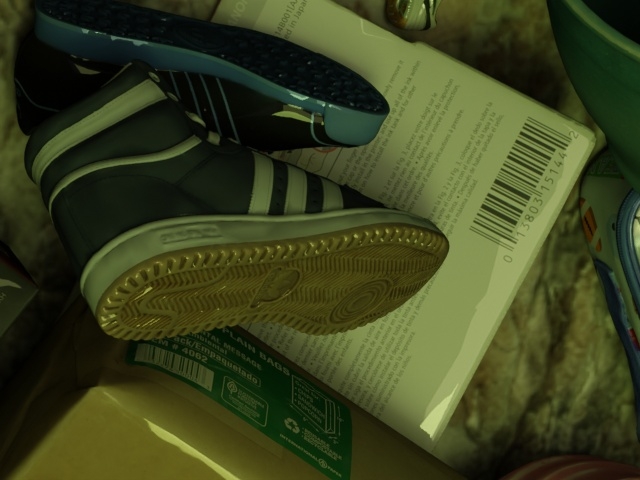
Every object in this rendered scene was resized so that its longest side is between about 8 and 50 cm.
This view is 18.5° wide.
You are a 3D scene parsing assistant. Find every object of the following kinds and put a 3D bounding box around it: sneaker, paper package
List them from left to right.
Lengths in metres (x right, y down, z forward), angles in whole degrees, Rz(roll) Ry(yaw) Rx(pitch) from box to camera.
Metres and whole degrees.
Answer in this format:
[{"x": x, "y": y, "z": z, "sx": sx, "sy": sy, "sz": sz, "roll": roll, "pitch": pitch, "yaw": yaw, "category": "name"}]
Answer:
[{"x": -0.084, "y": 0.225, "z": 1.211, "sx": 0.325, "sy": 0.168, "sz": 0.309, "roll": 34, "pitch": 111, "yaw": -16, "category": "paper package"}, {"x": -0.077, "y": -0.085, "z": 1.233, "sx": 0.232, "sy": 0.081, "sz": 0.090, "roll": 15, "pitch": 118, "yaw": -7, "category": "sneaker"}, {"x": -0.050, "y": -0.025, "z": 1.182, "sx": 0.282, "sy": 0.153, "sz": 0.099, "roll": -1, "pitch": 137, "yaw": -47, "category": "sneaker"}, {"x": 0.071, "y": -0.179, "z": 1.302, "sx": 0.037, "sy": 0.032, "sz": 0.083, "roll": 8, "pitch": 107, "yaw": -36, "category": "sneaker"}]

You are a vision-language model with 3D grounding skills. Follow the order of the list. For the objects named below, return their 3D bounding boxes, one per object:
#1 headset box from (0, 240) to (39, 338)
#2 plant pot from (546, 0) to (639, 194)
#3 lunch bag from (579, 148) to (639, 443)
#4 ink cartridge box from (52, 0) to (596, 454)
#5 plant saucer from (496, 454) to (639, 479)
[{"x": -0.328, "y": 0.034, "z": 1.161, "sx": 0.293, "sy": 0.110, "sz": 0.218, "roll": 40, "pitch": 89, "yaw": -23, "category": "headset box"}, {"x": 0.264, "y": -0.142, "z": 1.214, "sx": 0.271, "sy": 0.271, "sz": 0.255, "roll": -32, "pitch": 153, "yaw": -10, "category": "plant pot"}, {"x": 0.323, "y": 0.044, "z": 1.410, "sx": 0.243, "sy": 0.115, "sz": 0.303, "roll": -27, "pitch": 111, "yaw": -9, "category": "lunch bag"}, {"x": 0.000, "y": 0.000, "z": 1.303, "sx": 0.261, "sy": 0.066, "sz": 0.296, "roll": 28, "pitch": 94, "yaw": -1, "category": "ink cartridge box"}, {"x": 0.231, "y": 0.294, "z": 1.345, "sx": 0.332, "sy": 0.332, "sz": 0.084, "roll": 26, "pitch": 139, "yaw": -24, "category": "plant saucer"}]
